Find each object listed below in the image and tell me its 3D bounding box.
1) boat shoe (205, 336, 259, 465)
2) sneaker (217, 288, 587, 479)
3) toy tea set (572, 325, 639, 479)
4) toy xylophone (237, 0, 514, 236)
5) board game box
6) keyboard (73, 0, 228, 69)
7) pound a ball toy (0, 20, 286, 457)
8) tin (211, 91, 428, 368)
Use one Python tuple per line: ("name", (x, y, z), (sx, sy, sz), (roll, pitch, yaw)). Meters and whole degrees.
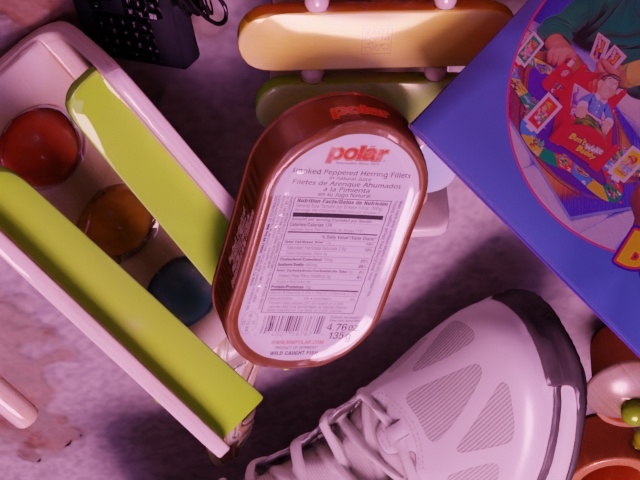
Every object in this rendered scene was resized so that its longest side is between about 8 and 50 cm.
("boat shoe", (-0.063, 0.117, 1.084), (0.048, 0.056, 0.153), (3, 128, -2))
("sneaker", (-0.003, 0.209, 1.048), (0.257, 0.169, 0.447), (-1, 139, -35))
("toy tea set", (0.190, 0.206, 1.150), (0.200, 0.124, 0.336), (0, 136, -6))
("toy xylophone", (0.060, -0.138, 0.816), (0.236, 0.081, 0.323), (-7, 136, 0))
("board game box", (0.242, -0.026, 0.713), (0.233, 0.347, 0.078), (-47, 150, 9))
("keyboard", (-0.112, -0.167, 0.780), (0.100, 0.038, 0.192), (7, 139, 18))
("pound a ball toy", (-0.159, 0.014, 0.889), (0.208, 0.136, 0.319), (-45, 129, -5))
("tin", (0.000, 0.000, 0.842), (0.106, 0.040, 0.190), (-1, 128, -25))
